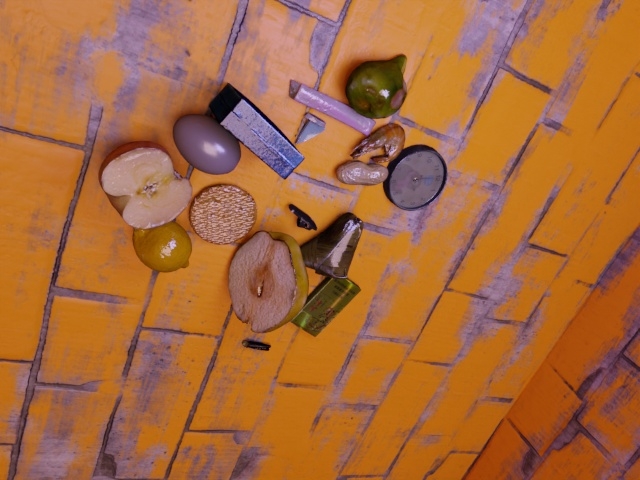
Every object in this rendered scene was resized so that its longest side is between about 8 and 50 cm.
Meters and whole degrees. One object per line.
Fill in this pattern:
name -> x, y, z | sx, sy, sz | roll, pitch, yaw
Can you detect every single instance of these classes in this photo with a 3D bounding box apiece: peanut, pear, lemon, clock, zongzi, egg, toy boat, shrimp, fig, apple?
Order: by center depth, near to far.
apple -> -0.581, -0.202, 1.568 | 0.251, 0.163, 0.293 | -30, 137, -15
egg -> -0.374, -0.317, 1.572 | 0.232, 0.176, 0.176 | 30, 104, -25
fig -> 0.219, -0.558, 1.679 | 0.206, 0.206, 0.275 | 51, 60, -34
lemon -> -0.555, 0.015, 1.688 | 0.187, 0.187, 0.244 | -43, 119, 6
toy boat -> -0.042, -0.395, 1.745 | 0.096, 0.034, 0.122 | 22, 117, -29
shrimp -> 0.225, -0.360, 1.839 | 0.249, 0.068, 0.150 | -20, 121, -18
peanut -> 0.164, -0.262, 1.857 | 0.214, 0.090, 0.098 | 1, 119, -23
pear -> -0.177, 0.154, 1.861 | 0.191, 0.340, 0.386 | 0, 115, -57
zongzi -> 0.000, 0.000, 1.935 | 0.300, 0.138, 0.286 | 16, 104, -6
clock -> 0.393, -0.252, 1.969 | 0.280, 0.055, 0.280 | -9, 121, -15

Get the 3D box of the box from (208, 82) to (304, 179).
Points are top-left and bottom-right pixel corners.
box -> -0.209, -0.357, 1.558 | 0.116, 0.261, 0.279 | -46, 123, 5

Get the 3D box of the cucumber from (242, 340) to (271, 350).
cucumber -> -0.284, 0.468, 2.134 | 0.135, 0.034, 0.033 | 18, 96, -33

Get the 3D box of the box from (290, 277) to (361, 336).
box -> 0.020, 0.283, 2.136 | 0.311, 0.043, 0.173 | -46, 124, 9

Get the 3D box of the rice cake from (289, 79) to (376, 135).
rice cake -> 0.049, -0.472, 1.716 | 0.365, 0.056, 0.072 | 19, 108, -29

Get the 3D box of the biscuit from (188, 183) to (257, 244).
biscuit -> -0.362, -0.096, 1.785 | 0.254, 0.035, 0.254 | -10, 121, -17

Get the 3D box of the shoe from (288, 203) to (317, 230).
shoe -> -0.080, -0.083, 1.886 | 0.053, 0.062, 0.159 | -37, 126, 18
